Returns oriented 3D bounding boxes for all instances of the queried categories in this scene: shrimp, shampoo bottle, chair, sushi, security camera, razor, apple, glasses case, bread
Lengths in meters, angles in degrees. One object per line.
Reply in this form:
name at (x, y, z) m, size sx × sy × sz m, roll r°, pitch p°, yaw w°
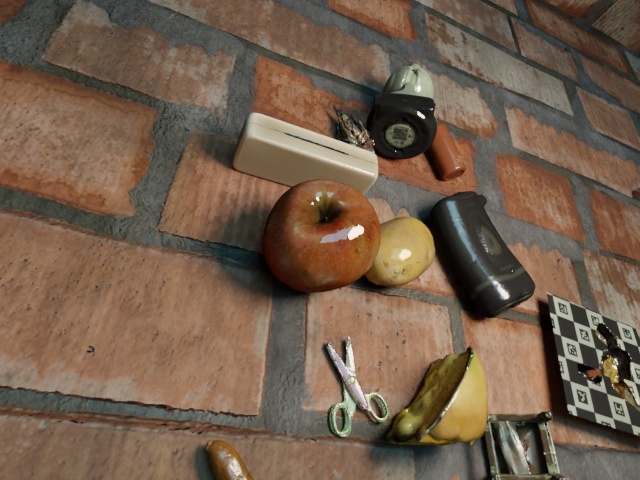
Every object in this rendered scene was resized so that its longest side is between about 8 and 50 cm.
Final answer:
shrimp at (0.087, -0.296, 1.178) m, size 0.090 × 0.079 × 0.233 m, roll -31°, pitch 75°, yaw 3°
shampoo bottle at (0.373, -0.307, 1.316) m, size 0.085 × 0.085 × 0.244 m, roll -8°, pitch 68°, yaw -30°
chair at (0.442, 0.457, 0.926) m, size 0.270 × 0.147 × 0.136 m, roll 46°, pitch 39°, yaw -56°
sushi at (0.773, 0.357, 1.170) m, size 0.359 × 0.064 × 0.343 m, roll 21°, pitch 53°, yaw -14°
security camera at (0.249, -0.392, 1.240) m, size 0.197 × 0.191 × 0.277 m, roll 8°, pitch 53°, yaw 10°
razor at (0.436, 0.030, 1.147) m, size 0.204 × 0.113 × 0.349 m, roll -11°, pitch 67°, yaw -32°
apple at (0.000, 0.000, 0.894) m, size 0.253 × 0.253 × 0.253 m, roll 12°, pitch 59°, yaw -21°
glasses case at (-0.034, -0.192, 1.018) m, size 0.336 × 0.144 × 0.076 m, roll 15°, pitch 59°, yaw -20°
bread at (0.263, 0.354, 0.858) m, size 0.133 × 0.174 × 0.251 m, roll 50°, pitch 50°, yaw 2°

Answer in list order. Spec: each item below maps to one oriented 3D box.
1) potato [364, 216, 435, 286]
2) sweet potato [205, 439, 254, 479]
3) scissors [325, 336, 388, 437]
potato at (0.196, 0.026, 1.025) m, size 0.234 × 0.146 × 0.150 m, roll -32°, pitch 113°, yaw -36°
sweet potato at (-0.127, 0.412, 0.694) m, size 0.195 × 0.056 × 0.056 m, roll 45°, pitch 53°, yaw 13°
scissors at (0.062, 0.298, 0.873) m, size 0.133 × 0.020 × 0.187 m, roll -7°, pitch 68°, yaw -25°
